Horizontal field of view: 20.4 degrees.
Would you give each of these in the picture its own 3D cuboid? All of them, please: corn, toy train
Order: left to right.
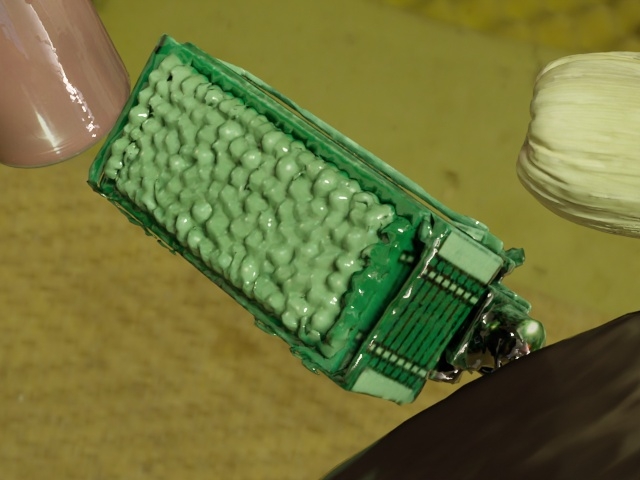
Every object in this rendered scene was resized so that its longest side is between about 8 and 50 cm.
[{"bbox_3d":[0.000,0.000,0.976,0.269,0.115,0.154,37,12,37],"label":"toy train"},{"bbox_3d":[0.290,-0.056,1.230,0.305,0.122,0.123,7,69,10],"label":"corn"}]

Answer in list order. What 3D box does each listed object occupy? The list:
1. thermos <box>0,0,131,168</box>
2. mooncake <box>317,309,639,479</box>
[{"bbox_3d":[-0.278,-0.191,1.460,0.176,0.265,0.146,-32,48,-7],"label":"thermos"},{"bbox_3d":[0.099,0.176,0.641,0.212,0.350,0.381,50,9,-9],"label":"mooncake"}]
